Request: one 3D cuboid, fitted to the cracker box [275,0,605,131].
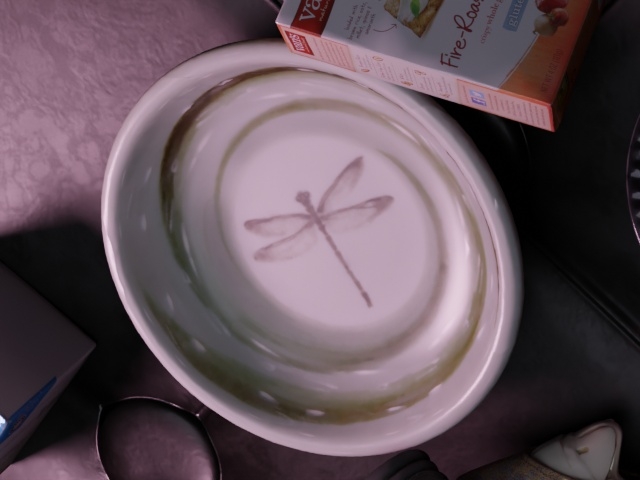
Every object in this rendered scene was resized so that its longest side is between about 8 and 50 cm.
[{"bbox_3d":[0.101,-0.196,1.277,0.232,0.067,0.155,18,78,16],"label":"cracker box"}]

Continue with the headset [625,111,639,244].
[{"bbox_3d":[0.379,-0.111,1.154,0.243,0.185,0.394,35,102,18],"label":"headset"}]

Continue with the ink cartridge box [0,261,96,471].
[{"bbox_3d":[-0.382,0.161,1.664,0.168,0.171,0.232,40,124,3],"label":"ink cartridge box"}]

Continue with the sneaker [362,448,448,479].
[{"bbox_3d":[0.081,0.301,1.509,0.147,0.105,0.295,51,147,27],"label":"sneaker"}]

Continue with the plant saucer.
[{"bbox_3d":[0.000,0.000,1.451,0.400,0.100,0.400,11,118,21],"label":"plant saucer"}]

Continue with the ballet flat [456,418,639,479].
[{"bbox_3d":[0.281,0.219,1.443,0.316,0.107,0.106,13,99,13],"label":"ballet flat"}]
